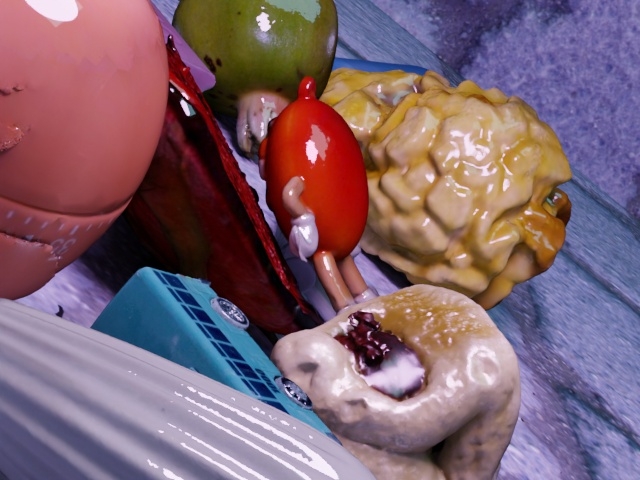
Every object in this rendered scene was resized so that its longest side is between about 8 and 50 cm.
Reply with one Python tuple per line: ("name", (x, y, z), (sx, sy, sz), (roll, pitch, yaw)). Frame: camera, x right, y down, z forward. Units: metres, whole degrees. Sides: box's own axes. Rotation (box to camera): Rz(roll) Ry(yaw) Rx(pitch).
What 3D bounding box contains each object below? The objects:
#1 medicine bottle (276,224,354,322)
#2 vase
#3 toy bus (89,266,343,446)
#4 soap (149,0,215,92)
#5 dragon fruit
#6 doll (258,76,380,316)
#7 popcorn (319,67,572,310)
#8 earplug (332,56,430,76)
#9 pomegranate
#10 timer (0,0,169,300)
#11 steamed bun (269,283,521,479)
("medicine bottle", (0.000, 0.000, 1.560), (0.092, 0.061, 0.220), (53, 20, -14))
("vase", (-0.084, 0.120, 0.876), (0.248, 0.128, 0.128), (32, 14, 3))
("toy bus", (-0.070, 0.096, 1.054), (0.160, 0.079, 0.092), (48, 16, 30))
("soap", (-0.200, -0.207, 1.647), (0.122, 0.065, 0.203), (20, 25, -53))
("dragon fruit", (-0.093, -0.026, 1.271), (0.282, 0.100, 0.343), (58, 1, 1))
("doll", (0.000, -0.025, 1.407), (0.183, 0.085, 0.217), (-42, 117, -75))
("popcorn", (0.125, -0.072, 1.793), (0.332, 0.225, 0.265), (34, 16, 24))
("earplug", (0.046, -0.155, 2.012), (0.132, 0.132, 0.273), (46, 19, 21))
("pomegranate", (-0.064, -0.182, 1.753), (0.180, 0.180, 0.209), (27, 50, -43))
("timer", (-0.206, -0.081, 0.977), (0.230, 0.215, 0.229), (31, 17, -10))
("steamed bun", (0.029, 0.115, 1.138), (0.155, 0.172, 0.141), (8, 21, -33))
